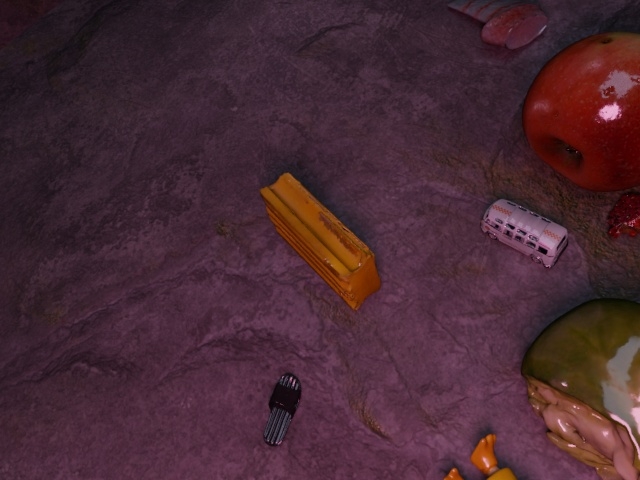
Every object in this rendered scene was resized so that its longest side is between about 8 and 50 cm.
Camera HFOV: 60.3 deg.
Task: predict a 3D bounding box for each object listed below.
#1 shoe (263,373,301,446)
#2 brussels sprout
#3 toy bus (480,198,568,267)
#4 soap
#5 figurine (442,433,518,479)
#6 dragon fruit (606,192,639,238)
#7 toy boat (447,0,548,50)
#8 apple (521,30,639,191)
[{"bbox_3d":[-0.088,0.371,1.213,0.062,0.053,0.159,10,70,22],"label":"shoe"},{"bbox_3d":[0.558,0.278,0.969,0.315,0.276,0.371,-32,61,1],"label":"brussels sprout"},{"bbox_3d":[0.459,-0.026,1.250,0.194,0.089,0.087,33,75,27],"label":"toy bus"},{"bbox_3d":[0.000,0.000,1.289,0.096,0.204,0.324,-40,62,-11],"label":"soap"},{"bbox_3d":[0.383,0.510,0.954,0.215,0.187,0.344,-45,58,-4],"label":"figurine"},{"bbox_3d":[0.705,-0.044,1.228,0.131,0.063,0.097,-48,28,-16],"label":"dragon fruit"},{"bbox_3d":[0.490,-0.643,1.567,0.206,0.096,0.282,-34,48,-11],"label":"toy boat"},{"bbox_3d":[0.623,-0.272,1.195,0.277,0.348,0.348,-43,62,-2],"label":"apple"}]
